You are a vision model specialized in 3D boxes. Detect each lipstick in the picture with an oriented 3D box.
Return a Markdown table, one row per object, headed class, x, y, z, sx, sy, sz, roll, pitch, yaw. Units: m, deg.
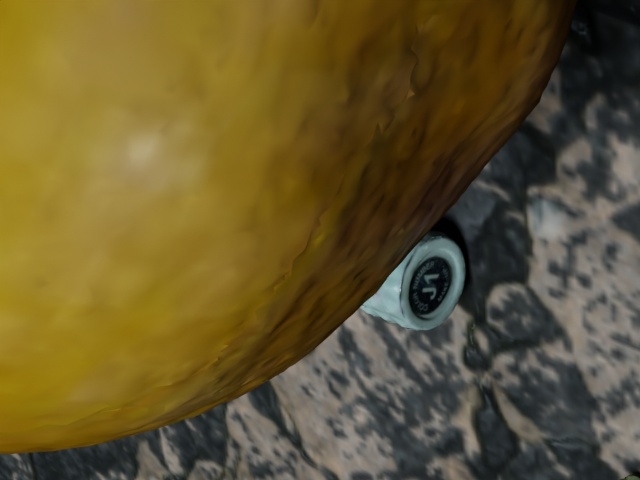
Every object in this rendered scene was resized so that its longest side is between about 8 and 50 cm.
| class | x | y | z | sx | sy | sz | roll | pitch | yaw |
| --- | --- | --- | --- | --- | --- | --- | --- | --- | --- |
| lipstick | 0.000 | 0.000 | 0.699 | 0.116 | 0.037 | 0.037 | 21 | 134 | 43 |

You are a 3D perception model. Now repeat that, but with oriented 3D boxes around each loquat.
| class | x | y | z | sx | sy | sz | roll | pitch | yaw |
| --- | --- | --- | --- | --- | --- | --- | --- | --- | --- |
| loquat | -0.094 | -0.104 | 0.490 | 0.328 | 0.328 | 0.328 | 28 | 137 | 30 |

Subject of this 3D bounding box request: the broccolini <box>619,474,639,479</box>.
| class | x | y | z | sx | sy | sz | roll | pitch | yaw |
| --- | --- | --- | --- | --- | --- | --- | --- | --- | --- |
| broccolini | 0.107 | 0.183 | 0.743 | 0.057 | 0.071 | 0.254 | -104 | 17 | -53 |
